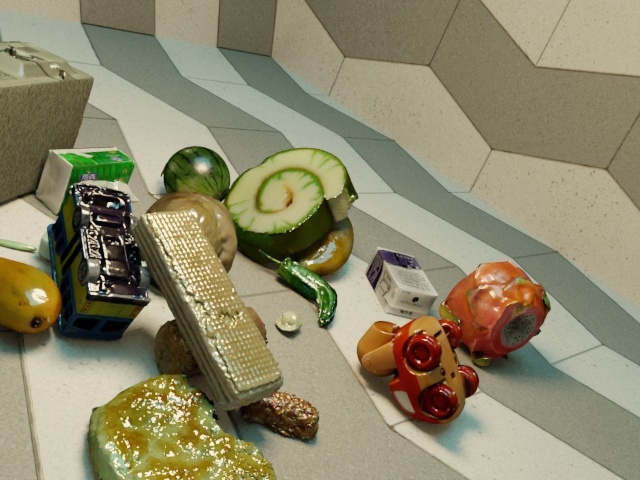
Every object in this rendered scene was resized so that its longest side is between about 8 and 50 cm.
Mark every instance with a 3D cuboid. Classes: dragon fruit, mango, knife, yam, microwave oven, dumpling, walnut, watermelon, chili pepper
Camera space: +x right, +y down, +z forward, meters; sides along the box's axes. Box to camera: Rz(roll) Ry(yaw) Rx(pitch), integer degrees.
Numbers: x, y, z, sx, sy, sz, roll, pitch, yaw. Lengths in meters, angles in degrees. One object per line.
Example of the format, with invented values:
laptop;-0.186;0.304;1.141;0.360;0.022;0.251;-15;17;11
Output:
dragon fruit;0.495;0.205;2.114;0.290;0.291;0.189;8;35;-33
mango;0.000;0.000;2.241;0.192;0.146;0.316;12;33;1
knife;-0.734;-0.006;1.707;0.207;0.014;0.030;15;26;-19
yam;-0.231;0.206;1.604;0.238;0.129;0.128;-11;65;-50
microwave oven;-0.779;-0.297;1.849;0.236;0.375;0.432;25;19;4
dumpling;-0.076;0.200;1.875;0.052;0.057;0.076;51;29;-47
mango;-0.600;0.097;1.496;0.253;0.113;0.138;28;30;25
walnut;-0.313;-0.003;1.839;0.248;0.248;0.248;20;23;-9
watermelon;-0.363;-0.186;2.229;0.214;0.188;0.188;40;28;27
chili pepper;-0.045;0.119;2.036;0.279;0.065;0.122;41;24;26

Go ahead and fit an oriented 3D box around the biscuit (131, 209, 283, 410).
biscuit;-0.225;0.127;1.506;0.144;0.078;0.426;-9;60;-49

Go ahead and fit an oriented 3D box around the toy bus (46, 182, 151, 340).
toy bus;-0.457;0.042;1.578;0.138;0.175;0.288;11;46;-38

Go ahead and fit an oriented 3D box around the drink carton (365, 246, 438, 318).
drink carton;0.233;0.125;2.248;0.134;0.102;0.222;16;24;-23

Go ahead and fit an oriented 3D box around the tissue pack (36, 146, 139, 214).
tissue pack;-0.584;-0.144;1.976;0.156;0.148;0.209;36;25;26

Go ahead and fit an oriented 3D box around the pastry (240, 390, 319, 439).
pastry;-0.076;0.337;1.543;0.169;0.063;0.087;21;26;-10

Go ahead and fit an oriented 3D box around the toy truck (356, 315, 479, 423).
toy truck;0.215;0.301;1.792;0.189;0.239;0.265;-19;89;-57

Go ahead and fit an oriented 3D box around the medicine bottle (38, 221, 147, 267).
medicine bottle;-0.508;0.034;1.749;0.228;0.083;0.121;24;31;3

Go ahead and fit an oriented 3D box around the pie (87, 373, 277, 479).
pie;-0.241;0.363;1.318;0.296;0.078;0.371;0;32;-45

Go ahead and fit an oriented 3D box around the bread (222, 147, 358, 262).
bread;-0.081;-0.104;2.180;0.381;0.129;0.366;-7;44;13
